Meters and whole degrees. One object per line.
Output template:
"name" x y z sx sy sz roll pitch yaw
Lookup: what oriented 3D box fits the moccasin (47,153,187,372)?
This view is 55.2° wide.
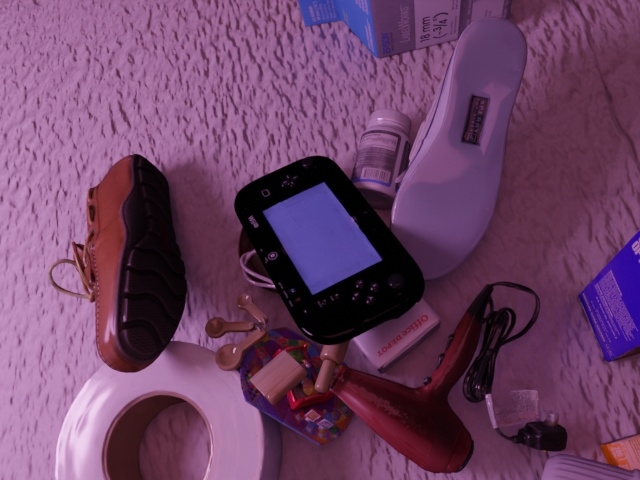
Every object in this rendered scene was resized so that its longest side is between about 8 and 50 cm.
"moccasin" -0.288 0.027 0.872 0.147 0.139 0.380 -32 50 12

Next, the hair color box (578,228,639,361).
"hair color box" 0.426 0.037 0.667 0.185 0.339 0.110 -17 67 3

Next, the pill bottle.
"pill bottle" 0.093 -0.124 0.928 0.078 0.078 0.137 10 72 14

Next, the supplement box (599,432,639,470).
"supplement box" 0.406 0.266 0.749 0.099 0.036 0.062 -18 69 2

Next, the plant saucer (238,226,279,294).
"plant saucer" -0.041 0.006 0.930 0.169 0.029 0.168 -3 70 8

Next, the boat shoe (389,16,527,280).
"boat shoe" 0.184 -0.121 0.880 0.136 0.156 0.366 15 90 2

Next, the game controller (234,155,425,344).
"game controller" 0.000 0.000 0.821 0.167 0.067 0.319 -20 46 -15

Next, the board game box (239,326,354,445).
"board game box" -0.020 0.180 0.806 0.169 0.033 0.133 33 44 -5

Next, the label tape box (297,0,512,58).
"label tape box" 0.123 -0.399 0.940 0.334 0.240 0.105 -12 70 7

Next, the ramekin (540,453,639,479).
"ramekin" 0.278 0.334 0.661 0.109 0.207 0.207 15 73 25

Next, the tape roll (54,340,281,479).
"tape roll" -0.199 0.283 0.817 0.286 0.100 0.286 -3 69 8

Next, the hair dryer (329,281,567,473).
"hair dryer" 0.157 0.180 0.788 0.294 0.080 0.223 -6 75 -11

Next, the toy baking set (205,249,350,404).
"toy baking set" -0.043 0.087 0.813 0.197 0.030 0.256 15 58 19

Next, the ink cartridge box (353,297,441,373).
"ink cartridge box" 0.079 0.094 0.857 0.109 0.063 0.150 -38 68 -4
